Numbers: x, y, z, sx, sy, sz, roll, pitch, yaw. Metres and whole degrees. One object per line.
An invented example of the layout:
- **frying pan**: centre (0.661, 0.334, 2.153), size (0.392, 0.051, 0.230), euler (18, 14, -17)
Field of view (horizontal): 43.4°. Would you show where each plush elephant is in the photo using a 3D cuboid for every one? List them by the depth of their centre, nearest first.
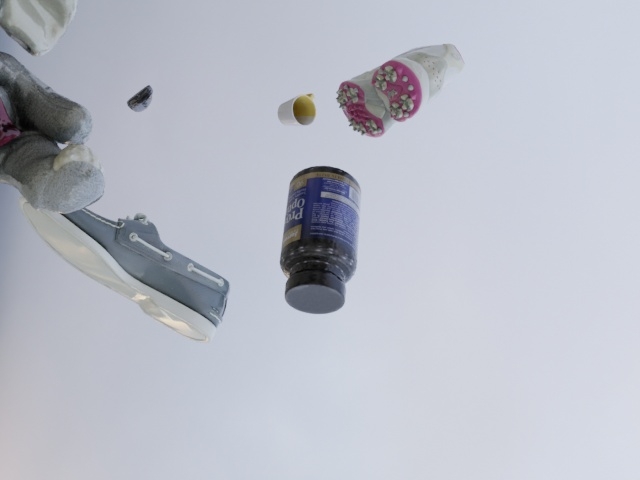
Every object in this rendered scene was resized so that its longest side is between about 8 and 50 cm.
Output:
- **plush elephant**: centre (-0.367, -0.183, 0.781), size (0.330, 0.272, 0.255), euler (-127, -145, -56)

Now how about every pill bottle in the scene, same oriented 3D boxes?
- **pill bottle**: centre (0.000, 0.000, 1.278), size (0.123, 0.123, 0.219), euler (-45, -148, 49)

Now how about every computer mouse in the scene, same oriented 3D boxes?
- **computer mouse**: centre (-0.406, -0.321, 1.848), size (0.071, 0.041, 0.242), euler (-39, -163, -5)

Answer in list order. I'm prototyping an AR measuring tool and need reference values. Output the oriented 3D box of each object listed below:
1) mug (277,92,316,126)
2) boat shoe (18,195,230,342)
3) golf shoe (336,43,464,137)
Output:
- **mug**: centre (-0.046, -0.254, 1.590), size (0.064, 0.078, 0.062), euler (-2, -77, 49)
- **boat shoe**: centre (-0.258, 0.017, 1.100), size (0.116, 0.319, 0.099), euler (-19, -143, 57)
- **golf shoe**: centre (0.131, -0.254, 1.358), size (0.115, 0.140, 0.306), euler (61, -19, -12)
